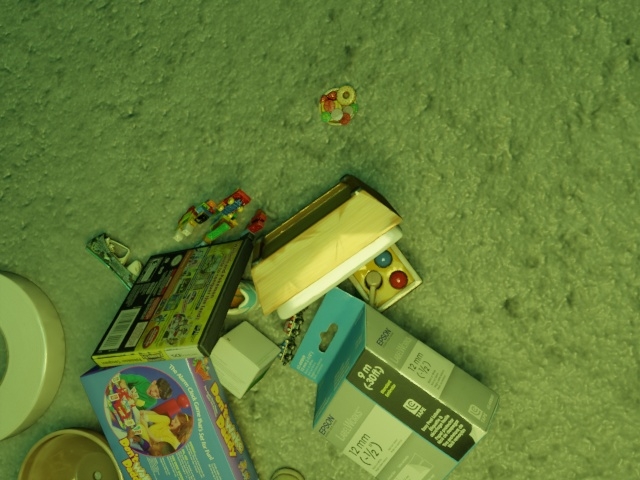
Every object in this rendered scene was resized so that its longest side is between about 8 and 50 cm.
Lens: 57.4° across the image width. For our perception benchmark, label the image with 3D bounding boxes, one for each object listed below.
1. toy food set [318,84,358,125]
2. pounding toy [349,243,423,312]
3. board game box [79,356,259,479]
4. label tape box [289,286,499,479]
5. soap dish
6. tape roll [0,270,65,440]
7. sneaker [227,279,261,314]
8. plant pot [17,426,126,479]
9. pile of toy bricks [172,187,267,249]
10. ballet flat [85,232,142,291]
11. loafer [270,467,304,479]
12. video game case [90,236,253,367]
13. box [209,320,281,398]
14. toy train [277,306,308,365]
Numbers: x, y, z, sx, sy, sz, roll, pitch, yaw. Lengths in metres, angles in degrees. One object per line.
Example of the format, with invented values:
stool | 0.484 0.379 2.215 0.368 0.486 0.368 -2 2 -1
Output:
toy food set | 0.036 -0.278 1.214 0.083 0.020 0.083 -6 84 10
pounding toy | 0.114 0.085 1.124 0.141 0.100 0.130 -37 79 6
board game box | -0.282 0.375 1.125 0.233 0.078 0.347 -18 98 16
label tape box | 0.099 0.278 1.047 0.347 0.115 0.249 33 125 10
soap dish | 0.000 0.000 1.088 0.290 0.229 0.118 -35 104 6
tape roll | -0.757 0.257 1.294 0.391 0.072 0.393 -1 85 10
sneaker | -0.236 0.108 1.195 0.228 0.092 0.088 -1 86 12
plant pot | -0.484 0.496 1.198 0.237 0.110 0.238 -1 85 11
pile of toy bricks | -0.196 -0.054 1.201 0.212 0.118 0.105 -27 35 36
ballet flat | -0.423 0.052 1.254 0.188 0.070 0.070 42 93 8
loafer | -0.106 0.578 1.125 0.101 0.092 0.269 15 88 12
video game case | -0.275 0.114 1.116 0.248 0.035 0.275 -10 38 24
box | -0.154 0.232 1.152 0.102 0.101 0.087 36 113 11
toy train | -0.057 0.175 1.187 0.036 0.027 0.159 16 88 15
